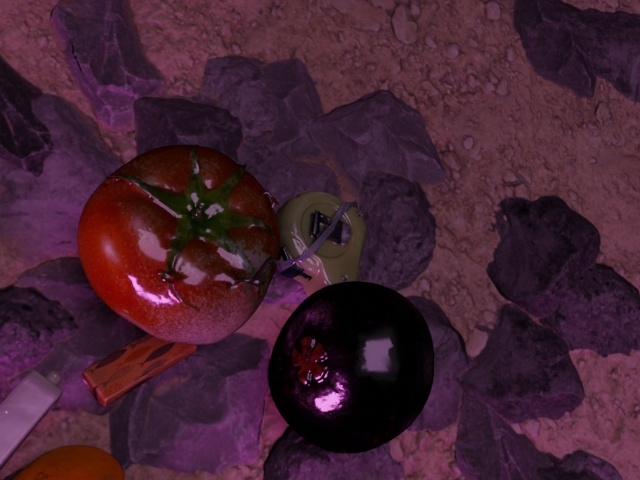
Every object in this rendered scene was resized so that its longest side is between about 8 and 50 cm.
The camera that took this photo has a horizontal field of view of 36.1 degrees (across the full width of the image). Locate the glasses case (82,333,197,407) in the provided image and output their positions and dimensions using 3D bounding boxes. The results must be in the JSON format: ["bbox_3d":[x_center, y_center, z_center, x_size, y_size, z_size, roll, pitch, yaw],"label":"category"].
[{"bbox_3d":[-0.280,0.191,1.521,0.170,0.041,0.064,-31,67,-30],"label":"glasses case"}]

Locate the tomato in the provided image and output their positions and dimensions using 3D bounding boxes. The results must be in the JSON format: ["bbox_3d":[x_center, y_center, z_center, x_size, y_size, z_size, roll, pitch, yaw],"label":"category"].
[{"bbox_3d":[-0.210,0.011,1.500,0.303,0.239,0.303,10,60,-19],"label":"tomato"}]

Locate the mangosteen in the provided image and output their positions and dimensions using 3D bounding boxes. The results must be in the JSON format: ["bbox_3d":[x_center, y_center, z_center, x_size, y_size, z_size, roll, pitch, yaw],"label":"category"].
[{"bbox_3d":[0.072,0.203,1.573,0.302,0.275,0.275,14,61,-54],"label":"mangosteen"}]

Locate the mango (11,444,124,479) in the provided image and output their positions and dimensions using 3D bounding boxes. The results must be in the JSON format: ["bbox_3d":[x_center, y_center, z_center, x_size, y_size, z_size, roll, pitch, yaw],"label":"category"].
[{"bbox_3d":[-0.374,0.366,1.376,0.217,0.102,0.141,-20,74,-32],"label":"mango"}]

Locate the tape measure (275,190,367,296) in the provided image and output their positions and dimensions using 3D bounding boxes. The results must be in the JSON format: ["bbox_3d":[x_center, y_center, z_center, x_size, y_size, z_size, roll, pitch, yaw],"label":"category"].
[{"bbox_3d":[0.000,0.000,1.683,0.175,0.106,0.200,26,60,-18],"label":"tape measure"}]

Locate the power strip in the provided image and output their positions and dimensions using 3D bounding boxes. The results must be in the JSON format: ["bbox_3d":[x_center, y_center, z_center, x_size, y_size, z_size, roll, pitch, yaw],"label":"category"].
[{"bbox_3d":[-0.474,0.319,1.300,0.062,0.091,0.385,38,57,-4],"label":"power strip"}]
